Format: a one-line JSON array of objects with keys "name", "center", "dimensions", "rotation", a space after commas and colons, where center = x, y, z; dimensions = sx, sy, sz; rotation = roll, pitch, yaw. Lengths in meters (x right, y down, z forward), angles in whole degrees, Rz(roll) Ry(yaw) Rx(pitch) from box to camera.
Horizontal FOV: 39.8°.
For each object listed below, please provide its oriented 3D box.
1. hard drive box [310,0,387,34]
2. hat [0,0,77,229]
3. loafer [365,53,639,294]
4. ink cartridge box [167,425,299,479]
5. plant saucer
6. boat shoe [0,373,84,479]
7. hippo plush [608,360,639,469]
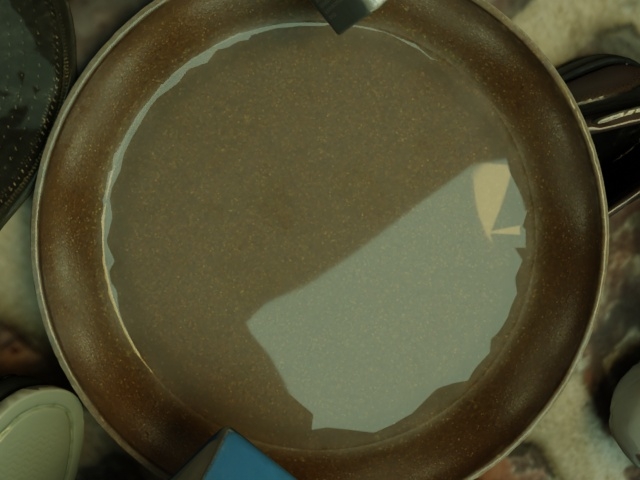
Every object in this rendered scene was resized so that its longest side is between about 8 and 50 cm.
[{"name": "hard drive box", "center": [0.007, -0.244, 0.398], "dimensions": [0.181, 0.089, 0.232], "rotation": [-41, 101, -3]}, {"name": "hat", "center": [-0.259, -0.089, 0.361], "dimensions": [0.331, 0.134, 0.331], "rotation": [-8, 113, -19]}, {"name": "loafer", "center": [0.106, -0.021, 0.555], "dimensions": [0.302, 0.095, 0.109], "rotation": [-33, 120, -8]}, {"name": "ink cartridge box", "center": [0.003, 0.334, 0.472], "dimensions": [0.395, 0.166, 0.285], "rotation": [39, 123, -6]}, {"name": "plant saucer", "center": [0.000, 0.000, 0.494], "dimensions": [0.311, 0.050, 0.310], "rotation": [0, 96, -2]}, {"name": "boat shoe", "center": [-0.240, 0.193, 0.494], "dimensions": [0.302, 0.091, 0.114], "rotation": [-58, 150, 2]}, {"name": "hippo plush", "center": [0.355, 0.097, 0.672], "dimensions": [0.294, 0.234, 0.236], "rotation": [23, 131, -11]}]
